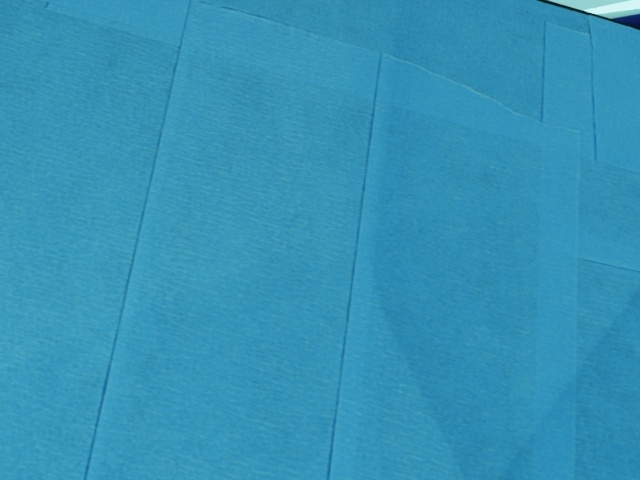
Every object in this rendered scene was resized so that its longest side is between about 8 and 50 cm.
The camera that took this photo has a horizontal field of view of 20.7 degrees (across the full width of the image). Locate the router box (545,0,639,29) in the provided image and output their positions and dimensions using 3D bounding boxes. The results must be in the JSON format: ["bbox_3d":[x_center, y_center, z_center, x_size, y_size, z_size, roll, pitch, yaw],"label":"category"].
[{"bbox_3d":[0.152,-0.212,0.633,0.335,0.082,0.301,-7,73,17],"label":"router box"}]

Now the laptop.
[{"bbox_3d":[0.114,0.013,0.374,0.408,0.236,0.382,-25,40,32],"label":"laptop"}]
